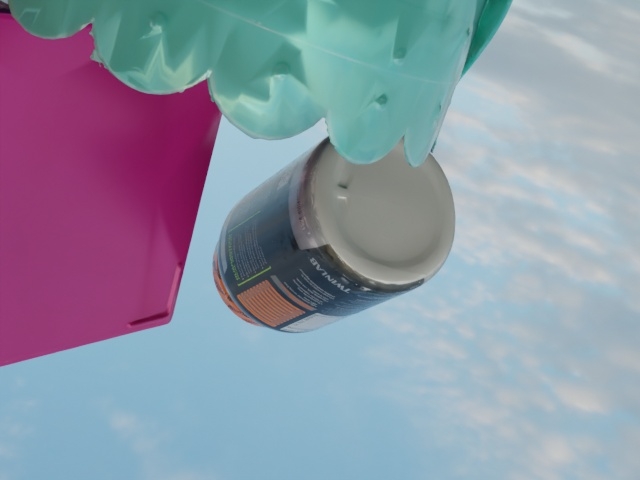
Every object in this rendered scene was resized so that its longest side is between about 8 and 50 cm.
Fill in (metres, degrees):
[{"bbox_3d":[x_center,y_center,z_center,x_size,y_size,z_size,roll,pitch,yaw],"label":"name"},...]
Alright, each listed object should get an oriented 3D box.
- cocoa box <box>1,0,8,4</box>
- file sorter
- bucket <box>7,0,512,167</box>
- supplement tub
[{"bbox_3d":[-0.434,-0.184,0.742,0.347,0.231,0.228,-6,-135,-48],"label":"cocoa box"},{"bbox_3d":[-0.224,-0.054,0.629,0.182,0.202,0.290,25,-161,28],"label":"file sorter"},{"bbox_3d":[-0.025,-0.176,0.576,0.281,0.183,0.281,21,-163,-7],"label":"bucket"},{"bbox_3d":[0.000,0.000,0.767,0.117,0.117,0.190,5,163,-28],"label":"supplement tub"}]
